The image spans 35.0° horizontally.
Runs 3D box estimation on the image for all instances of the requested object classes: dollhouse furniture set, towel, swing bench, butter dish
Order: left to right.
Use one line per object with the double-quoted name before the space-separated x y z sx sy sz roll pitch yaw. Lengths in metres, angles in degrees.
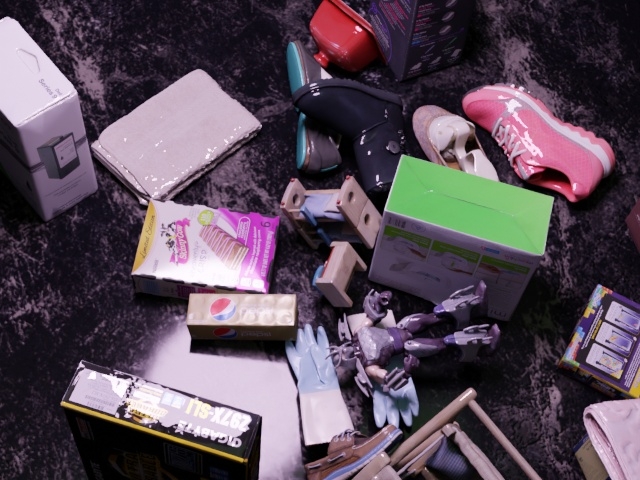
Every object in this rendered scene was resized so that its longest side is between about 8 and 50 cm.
"towel" -0.268 -0.192 1.895 0.282 0.049 0.187 -38 70 -24
"dollhouse furniture set" 0.000 0.000 1.723 0.129 0.129 0.184 -1 53 35
"butter dish" 0.035 -0.388 1.993 0.118 0.160 0.160 -46 71 -1
"swing bench" 0.197 0.408 1.504 0.254 0.165 0.253 -32 67 -20
"towel" 0.588 0.383 1.554 0.331 0.053 0.317 0 57 -31

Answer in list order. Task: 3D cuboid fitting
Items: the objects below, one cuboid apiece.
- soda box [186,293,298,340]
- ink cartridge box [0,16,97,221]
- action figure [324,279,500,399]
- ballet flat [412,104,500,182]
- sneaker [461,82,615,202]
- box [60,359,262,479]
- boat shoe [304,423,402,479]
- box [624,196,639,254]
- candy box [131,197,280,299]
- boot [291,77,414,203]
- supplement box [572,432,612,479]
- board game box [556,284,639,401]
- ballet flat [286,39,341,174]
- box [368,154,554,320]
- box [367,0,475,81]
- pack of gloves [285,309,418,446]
"soda box" -0.129 0.128 1.695 0.181 0.058 0.061 0 58 5
"ink cartridge box" -0.504 -0.204 1.742 0.121 0.289 0.211 -35 67 -22
"action figure" 0.143 0.156 1.654 0.285 0.099 0.185 -13 58 -8
"ballet flat" 0.269 -0.155 1.877 0.107 0.106 0.316 -20 63 -15
"sneaker" 0.391 -0.183 1.898 0.314 0.116 0.136 31 63 13
"box" -0.216 0.303 1.444 0.257 0.322 0.079 15 58 4
"boat shoe" 0.043 0.324 1.545 0.183 0.066 0.066 -40 73 21
"box" 0.669 -0.031 1.776 0.168 0.203 0.167 -10 61 -10
"candy box" -0.195 0.023 1.757 0.233 0.071 0.159 7 60 1
"boot" 0.076 -0.177 1.832 0.246 0.094 0.207 5 62 -37
"supplement box" 0.453 0.347 1.604 0.056 0.083 0.083 -13 61 -14
"board game box" 0.501 0.178 1.730 0.141 0.048 0.170 29 61 10
"ballet flat" -0.007 -0.251 1.930 0.096 0.095 0.280 0 69 -15
"box" 0.229 0.004 1.707 0.262 0.231 0.127 16 59 6
"box" 0.197 -0.467 1.961 0.143 0.270 0.165 -20 63 -15
"pack of gloves" 0.050 0.232 1.678 0.195 0.046 0.232 -8 51 -7
